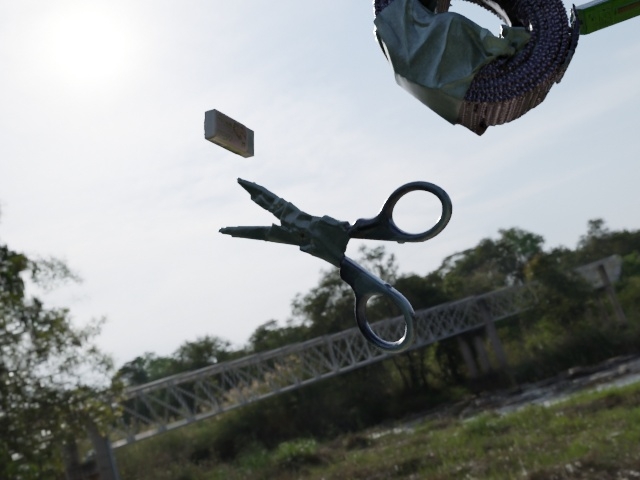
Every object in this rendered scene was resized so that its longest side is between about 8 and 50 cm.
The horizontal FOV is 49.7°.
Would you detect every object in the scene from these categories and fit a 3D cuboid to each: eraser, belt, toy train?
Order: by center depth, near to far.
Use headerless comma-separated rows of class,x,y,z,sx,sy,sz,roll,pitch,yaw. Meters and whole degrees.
eraser,-0.110,-0.129,0.846,0.019,0.038,0.083,-11,-15,28
belt,0.229,-0.329,1.083,0.260,0.324,0.122,-50,-14,-6
toy train,0.507,-0.385,1.120,0.209,0.044,0.042,-22,24,-11

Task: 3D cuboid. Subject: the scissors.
scissors,0.000,0.000,1.064,0.383,0.256,0.029,18,10,27
